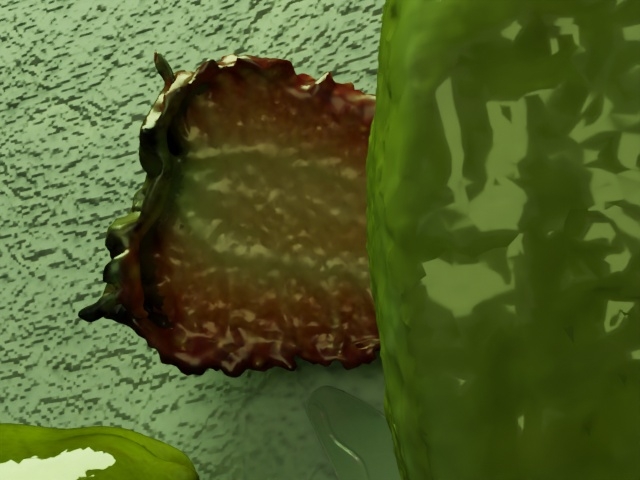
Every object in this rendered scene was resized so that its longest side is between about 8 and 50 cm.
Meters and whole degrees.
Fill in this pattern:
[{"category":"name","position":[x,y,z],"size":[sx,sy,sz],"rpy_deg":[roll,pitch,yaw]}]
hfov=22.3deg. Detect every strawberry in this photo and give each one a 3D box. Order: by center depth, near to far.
[{"category":"strawberry","position":[-0.001,-0.001,0.805],"size":[0.208,0.087,0.167],"rpy_deg":[18,96,6]}]

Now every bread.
[{"category":"bread","position":[0.178,0.004,0.552],"size":[0.308,0.348,0.348],"rpy_deg":[-5,65,19]}]

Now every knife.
[{"category":"knife","position":[0.051,0.156,0.729],"size":[0.058,0.032,0.244],"rpy_deg":[-31,53,13]}]

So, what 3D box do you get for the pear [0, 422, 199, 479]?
[{"category":"pear","position":[-0.144,0.197,0.694],"size":[0.269,0.212,0.212],"rpy_deg":[-42,55,0]}]
